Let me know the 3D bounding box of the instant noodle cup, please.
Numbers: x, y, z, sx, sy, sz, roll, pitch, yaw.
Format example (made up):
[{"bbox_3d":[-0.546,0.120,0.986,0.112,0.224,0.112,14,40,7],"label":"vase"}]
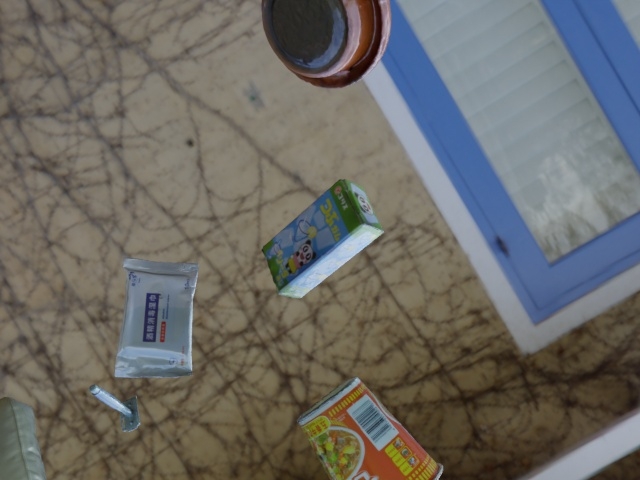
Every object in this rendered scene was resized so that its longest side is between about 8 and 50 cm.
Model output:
[{"bbox_3d":[0.069,0.354,1.439,0.193,0.212,0.193,-36,175,-3],"label":"instant noodle cup"}]

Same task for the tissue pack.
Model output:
[{"bbox_3d":[-0.263,0.126,1.368,0.123,0.193,0.026,4,163,-12],"label":"tissue pack"}]

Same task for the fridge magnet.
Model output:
[{"bbox_3d":[0.000,-0.539,2.032,0.364,0.363,0.155,-29,-175,43],"label":"fridge magnet"}]

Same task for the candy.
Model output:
[{"bbox_3d":[0.000,0.000,1.355,0.194,0.097,0.062,-40,144,26],"label":"candy"}]

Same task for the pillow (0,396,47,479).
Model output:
[{"bbox_3d":[-0.507,0.392,1.151,0.322,0.120,0.255,-37,-132,4],"label":"pillow"}]

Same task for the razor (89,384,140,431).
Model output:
[{"bbox_3d":[-0.386,0.299,1.575,0.040,0.068,0.135,-25,142,7],"label":"razor"}]
